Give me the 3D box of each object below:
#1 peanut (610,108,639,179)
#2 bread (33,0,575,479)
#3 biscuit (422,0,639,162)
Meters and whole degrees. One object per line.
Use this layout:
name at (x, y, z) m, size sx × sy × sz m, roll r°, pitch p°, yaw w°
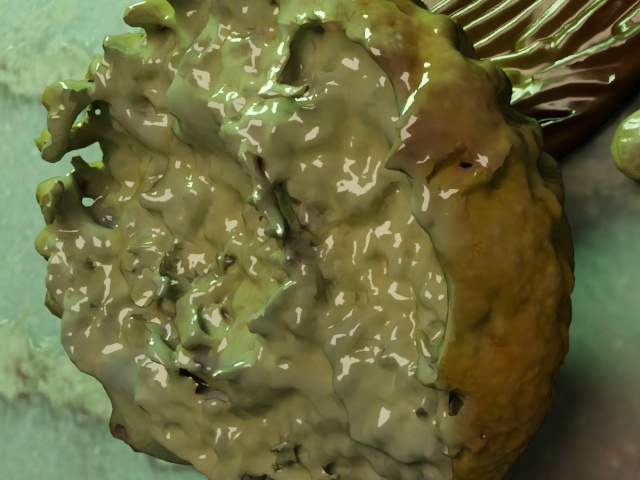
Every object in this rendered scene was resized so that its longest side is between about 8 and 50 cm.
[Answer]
peanut at (0.166, -0.062, 0.614) m, size 0.037 × 0.037 × 0.083 m, roll 36°, pitch 86°, yaw 37°
bread at (0.000, 0.000, 0.602) m, size 0.274 × 0.149 × 0.274 m, roll 16°, pitch 118°, yaw 34°
biscuit at (0.054, -0.162, 0.722) m, size 0.318 × 0.040 × 0.317 m, roll -12°, pitch 64°, yaw 27°
